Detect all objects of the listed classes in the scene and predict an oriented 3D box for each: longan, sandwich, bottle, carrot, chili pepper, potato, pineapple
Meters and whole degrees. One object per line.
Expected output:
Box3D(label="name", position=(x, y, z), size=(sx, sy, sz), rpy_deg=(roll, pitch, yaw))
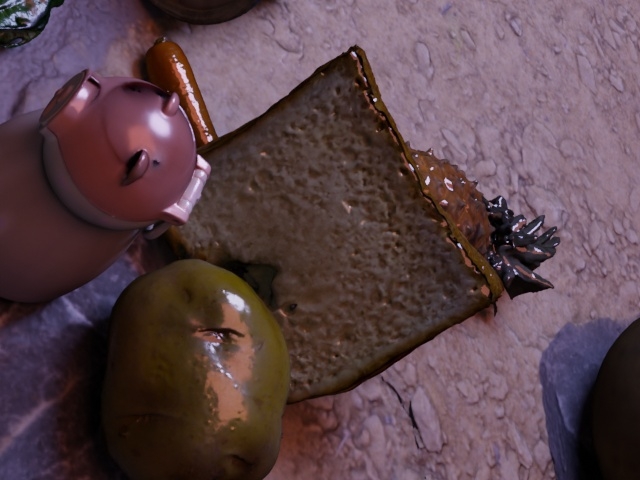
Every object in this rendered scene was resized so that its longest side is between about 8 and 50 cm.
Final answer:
Box3D(label="longan", position=(0.472, 0.218, 1.386), size=(0.319, 0.319, 0.319), rpy_deg=(19, 61, -37))
Box3D(label="sandwich", position=(0.000, 0.000, 1.076), size=(0.273, 0.249, 0.095), rpy_deg=(58, 8, -8))
Box3D(label="bottle", position=(-0.187, -0.048, 0.912), size=(0.147, 0.236, 0.148), rpy_deg=(18, 61, -36))
Box3D(label="carrot", position=(-0.111, -0.083, 1.139), size=(0.043, 0.043, 0.248), rpy_deg=(-26, 92, -46))
Box3D(label="chili pepper", position=(-0.304, -0.201, 1.003), size=(0.182, 0.050, 0.073), rpy_deg=(-7, 85, -42))
Box3D(label="potato", position=(-0.105, 0.117, 0.989), size=(0.154, 0.137, 0.200), rpy_deg=(11, 67, -39))
Box3D(label="pineapple", position=(0.148, -0.005, 1.283), size=(0.340, 0.169, 0.169), rpy_deg=(10, 66, -49))

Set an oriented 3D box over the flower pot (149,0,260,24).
Box3D(label="flower pot", position=(-0.070, -0.337, 1.187), size=(0.202, 0.212, 0.212), rpy_deg=(-28, 93, -56))
